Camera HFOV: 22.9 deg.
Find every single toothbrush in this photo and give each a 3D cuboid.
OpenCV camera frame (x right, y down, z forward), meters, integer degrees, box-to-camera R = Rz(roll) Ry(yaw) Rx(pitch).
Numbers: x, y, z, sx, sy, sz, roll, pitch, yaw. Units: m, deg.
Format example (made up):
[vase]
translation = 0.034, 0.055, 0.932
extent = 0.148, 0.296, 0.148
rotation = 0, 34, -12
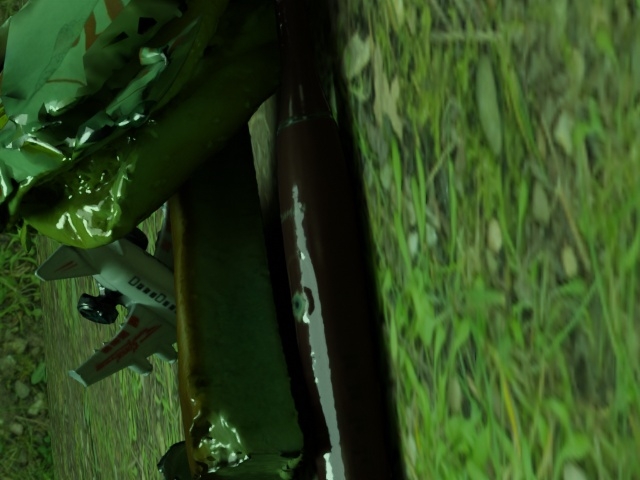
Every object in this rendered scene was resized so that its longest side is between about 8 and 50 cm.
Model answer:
[toothbrush]
translation = 0.001, 0.000, 0.766
extent = 0.041, 0.041, 0.364
rotation = 144, 120, -73

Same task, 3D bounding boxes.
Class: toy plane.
[toy plane]
translation = -0.107, 0.031, 1.009
extent = 0.171, 0.065, 0.162
rotation = 46, -124, -44

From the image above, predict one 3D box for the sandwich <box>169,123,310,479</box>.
[sandwich]
translation = -0.054, 0.030, 0.869
extent = 0.245, 0.063, 0.212
rotation = 108, 155, -76

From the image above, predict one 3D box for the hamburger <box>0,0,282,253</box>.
[hamburger]
translation = -0.102, -0.082, 0.827
extent = 0.214, 0.125, 0.235
rotation = -57, 31, -8

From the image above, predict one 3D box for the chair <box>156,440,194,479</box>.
[chair]
translation = -0.136, 0.260, 0.953
extent = 0.190, 0.275, 0.203
rotation = 38, 146, 61
